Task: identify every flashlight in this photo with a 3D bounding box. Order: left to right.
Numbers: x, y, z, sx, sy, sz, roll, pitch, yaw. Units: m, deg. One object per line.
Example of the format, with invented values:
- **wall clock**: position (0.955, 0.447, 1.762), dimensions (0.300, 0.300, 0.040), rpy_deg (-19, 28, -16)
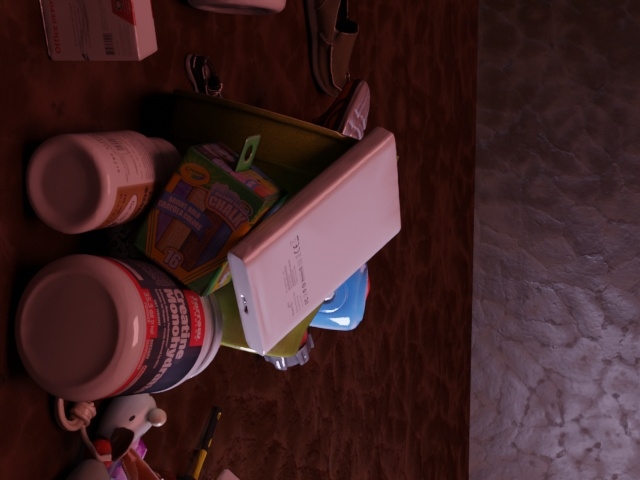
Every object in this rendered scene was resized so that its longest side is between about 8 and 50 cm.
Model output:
- **flashlight**: position (-0.092, 0.108, 2.181), dimensions (0.304, 0.103, 0.103), rpy_deg (73, 33, -44)

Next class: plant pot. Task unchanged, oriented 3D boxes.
- **plant pot**: position (-0.104, -0.015, 1.865), dimensions (0.366, 0.366, 0.353), rpy_deg (13, 95, -68)

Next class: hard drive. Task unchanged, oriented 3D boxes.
- **hard drive**: position (0.000, 0.000, 1.691), dimensions (0.307, 0.040, 0.203), rpy_deg (-42, 145, -29)

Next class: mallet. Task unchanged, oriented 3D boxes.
- **mallet**: position (-0.206, 0.365, 2.043), dimensions (0.062, 0.039, 0.190), rpy_deg (69, 29, -53)

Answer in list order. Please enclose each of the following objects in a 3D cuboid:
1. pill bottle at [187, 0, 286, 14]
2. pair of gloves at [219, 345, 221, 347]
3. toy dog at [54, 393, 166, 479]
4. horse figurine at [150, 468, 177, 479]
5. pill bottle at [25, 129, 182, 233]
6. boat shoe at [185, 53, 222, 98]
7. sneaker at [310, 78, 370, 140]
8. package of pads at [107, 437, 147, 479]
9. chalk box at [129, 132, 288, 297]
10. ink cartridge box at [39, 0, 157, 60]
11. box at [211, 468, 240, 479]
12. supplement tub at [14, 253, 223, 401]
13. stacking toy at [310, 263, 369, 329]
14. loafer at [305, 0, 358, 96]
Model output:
- **pill bottle**: position (-0.128, -0.505, 1.887), dimensions (0.162, 0.162, 0.278), rpy_deg (-8, 102, -67)
- **pair of gloves**: position (-0.189, 0.161, 2.068), dimensions (0.083, 0.010, 0.074), rpy_deg (-31, 123, -63)
- **toy dog**: position (-0.289, 0.352, 1.662), dimensions (0.220, 0.161, 0.334), rpy_deg (54, 45, -58)
- **horse figurine**: position (-0.243, 0.485, 1.918), dimensions (0.174, 0.066, 0.263), rpy_deg (-15, 103, -77)
- **pill bottle**: position (-0.285, -0.085, 1.626), dimensions (0.229, 0.131, 0.131), rpy_deg (-18, 111, -66)
- **boat shoe**: position (-0.183, -0.260, 1.962), dimensions (0.125, 0.038, 0.046), rpy_deg (68, 34, -47)
- **sneaker**: position (-0.042, -0.166, 2.101), dimensions (0.321, 0.180, 0.124), rpy_deg (-63, 162, -17)
- **package of pads**: position (-0.297, 0.338, 1.811), dimensions (0.050, 0.032, 0.083), rpy_deg (74, 30, -46)
- **chalk box**: position (-0.138, -0.051, 1.642), dimensions (0.213, 0.132, 0.132), rpy_deg (-55, 173, 15)
- **ink cartridge box**: position (-0.292, -0.290, 1.563), dimensions (0.056, 0.135, 0.099), rpy_deg (-50, 140, -60)
- **box**: position (-0.204, 0.512, 1.648), dimensions (0.345, 0.168, 0.215), rpy_deg (-47, -178, 35)
- **supplement tub**: position (-0.268, 0.118, 1.627), dimensions (0.272, 0.191, 0.191), rpy_deg (7, 88, -68)
- **stacking toy**: position (0.028, 0.046, 2.441), dimensions (0.302, 0.165, 0.175), rpy_deg (-71, 167, -67)
- **loafer**: position (0.030, -0.403, 2.392), dimensions (0.094, 0.087, 0.251), rpy_deg (-59, 146, -48)
